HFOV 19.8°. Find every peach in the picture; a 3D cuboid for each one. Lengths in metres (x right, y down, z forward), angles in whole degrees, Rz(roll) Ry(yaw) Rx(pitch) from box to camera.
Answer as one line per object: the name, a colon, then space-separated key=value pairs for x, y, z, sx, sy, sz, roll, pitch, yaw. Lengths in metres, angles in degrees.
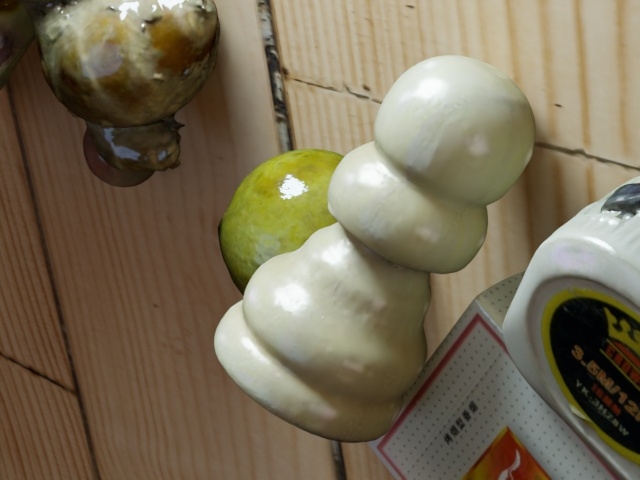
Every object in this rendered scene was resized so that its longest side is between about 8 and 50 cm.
peach: x=-0.198 y=-0.092 z=1.821 sx=0.083 sy=0.083 sz=0.083 roll=32 pitch=136 yaw=38

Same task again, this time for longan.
longan: x=0.000 y=0.000 z=1.574 sx=0.176 sy=0.145 sz=0.154 roll=10 pitch=158 yaw=4

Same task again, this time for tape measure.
tape measure: x=0.271 y=0.085 z=1.268 sx=0.271 sy=0.133 sz=0.231 roll=49 pitch=152 yaw=18

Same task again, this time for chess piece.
chess piece: x=0.052 y=-0.007 z=1.413 sx=0.167 sy=0.167 sz=0.299 roll=41 pitch=113 yaw=30

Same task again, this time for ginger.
ginger: x=-0.201 y=-0.236 z=1.650 sx=0.256 sy=0.176 sz=0.375 roll=-8 pitch=106 yaw=39

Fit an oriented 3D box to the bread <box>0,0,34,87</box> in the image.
bread: x=-0.381 y=-0.214 z=1.878 sx=0.155 sy=0.187 sz=0.338 roll=34 pitch=148 yaw=-11

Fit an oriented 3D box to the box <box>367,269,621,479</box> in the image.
box: x=0.205 y=0.210 z=1.444 sx=0.330 sy=0.095 sz=0.210 roll=49 pitch=134 yaw=18
